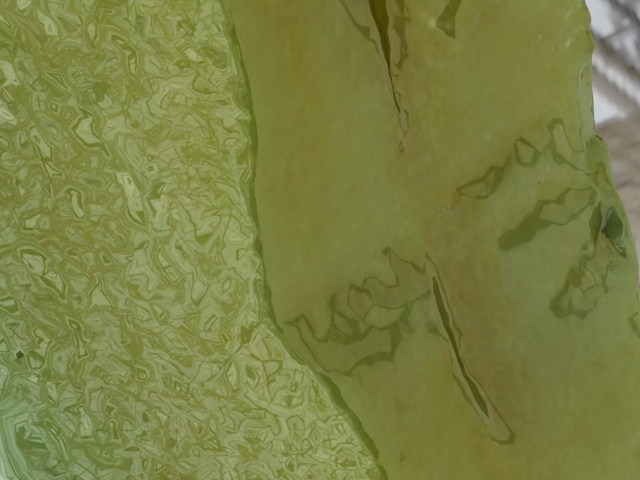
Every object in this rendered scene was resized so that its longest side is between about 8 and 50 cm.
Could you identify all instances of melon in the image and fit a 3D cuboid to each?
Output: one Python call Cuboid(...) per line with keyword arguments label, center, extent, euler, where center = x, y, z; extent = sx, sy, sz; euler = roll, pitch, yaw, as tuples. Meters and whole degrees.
Cuboid(label="melon", center=(0.000, 0.000, 0.409), extent=(0.196, 0.124, 0.323), euler=(-26, -73, -31))
